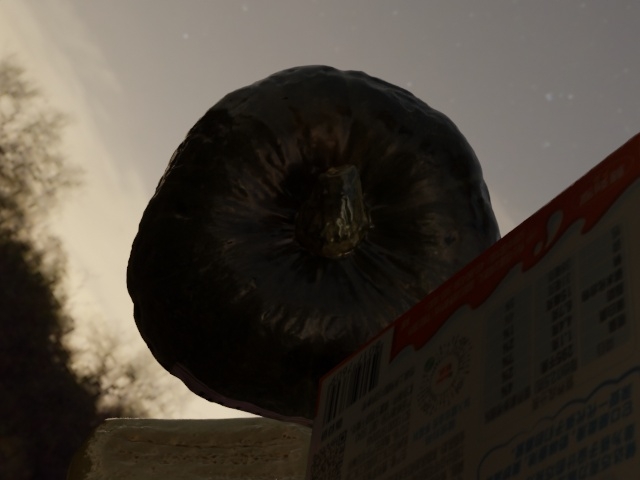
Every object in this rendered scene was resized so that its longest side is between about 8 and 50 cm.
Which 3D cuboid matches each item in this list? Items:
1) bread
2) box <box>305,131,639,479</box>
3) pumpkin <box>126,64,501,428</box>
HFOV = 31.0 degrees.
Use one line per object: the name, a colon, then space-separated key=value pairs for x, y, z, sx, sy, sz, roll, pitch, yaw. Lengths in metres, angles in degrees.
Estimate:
bread: x=-0.099 y=0.211 z=0.951 sx=0.147 sy=0.217 sz=0.098 roll=-87 pitch=180 yaw=-60
box: x=0.073 y=0.121 z=0.533 sx=0.048 sy=0.265 sz=0.273 roll=29 pitch=-45 yaw=-21
pumpkin: x=0.001 y=-0.001 z=0.785 sx=0.260 sy=0.260 sz=0.189 roll=56 pitch=-19 yaw=7
